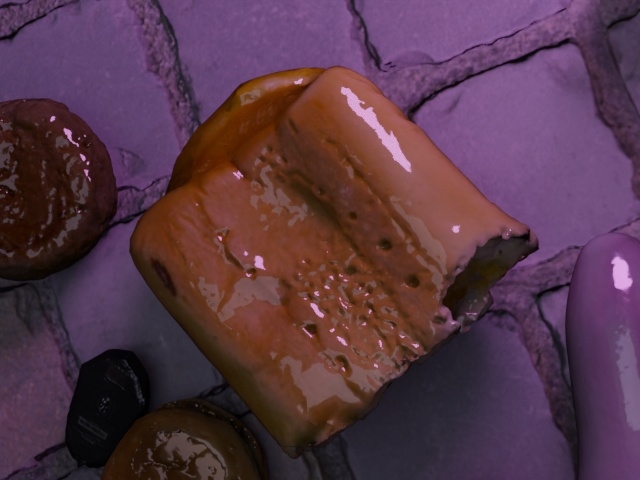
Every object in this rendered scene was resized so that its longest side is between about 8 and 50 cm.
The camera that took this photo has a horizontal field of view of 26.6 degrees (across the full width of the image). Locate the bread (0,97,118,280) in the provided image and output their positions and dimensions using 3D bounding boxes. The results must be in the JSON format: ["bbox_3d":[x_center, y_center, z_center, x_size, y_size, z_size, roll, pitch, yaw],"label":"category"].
[{"bbox_3d":[-0.356,-0.061,1.686,0.230,0.123,0.230,-1,84,12],"label":"bread"}]

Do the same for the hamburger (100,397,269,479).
[{"bbox_3d":[-0.162,0.296,1.638,0.213,0.108,0.214,1,94,17],"label":"hamburger"}]

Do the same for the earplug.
[{"bbox_3d":[0.344,0.139,1.486,0.172,0.172,0.301,-9,80,14],"label":"earplug"}]

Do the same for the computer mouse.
[{"bbox_3d":[-0.264,0.208,1.690,0.099,0.057,0.172,31,108,12],"label":"computer mouse"}]

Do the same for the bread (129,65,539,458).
[{"bbox_3d":[0.000,0.000,1.533,0.361,0.250,0.394,-44,75,7],"label":"bread"}]
